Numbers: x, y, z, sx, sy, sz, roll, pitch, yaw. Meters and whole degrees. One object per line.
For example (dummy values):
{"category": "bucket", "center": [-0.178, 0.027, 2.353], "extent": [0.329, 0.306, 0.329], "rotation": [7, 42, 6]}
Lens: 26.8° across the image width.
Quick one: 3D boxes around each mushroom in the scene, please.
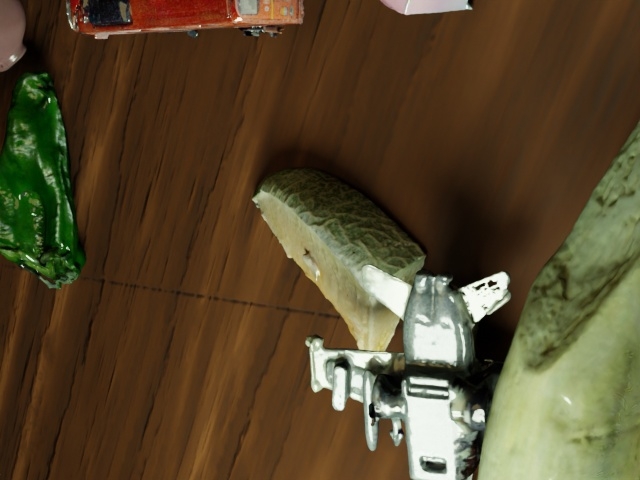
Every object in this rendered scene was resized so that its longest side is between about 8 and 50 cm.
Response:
{"category": "mushroom", "center": [0.160, 0.074, 0.783], "extent": [0.087, 0.107, 0.333], "rotation": [33, 113, 61]}

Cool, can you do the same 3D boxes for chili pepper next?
{"category": "chili pepper", "center": [-0.266, -0.056, 1.294], "extent": [0.108, 0.062, 0.216], "rotation": [4, 101, 41]}

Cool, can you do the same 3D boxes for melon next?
{"category": "melon", "center": [0.002, -0.004, 1.026], "extent": [0.182, 0.054, 0.098], "rotation": [51, 147, 29]}

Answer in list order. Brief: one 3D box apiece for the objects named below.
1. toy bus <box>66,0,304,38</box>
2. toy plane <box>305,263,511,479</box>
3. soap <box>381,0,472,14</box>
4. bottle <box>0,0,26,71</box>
{"category": "toy bus", "center": [-0.110, -0.195, 1.062], "extent": [0.235, 0.096, 0.074], "rotation": [6, 101, 46]}
{"category": "toy plane", "center": [0.084, 0.140, 0.928], "extent": [0.192, 0.088, 0.262], "rotation": [3, 106, 20]}
{"category": "soap", "center": [0.052, -0.222, 0.906], "extent": [0.149, 0.056, 0.100], "rotation": [49, 133, 30]}
{"category": "bottle", "center": [-0.386, -0.196, 1.352], "extent": [0.253, 0.120, 0.120], "rotation": [-12, 89, 48]}
